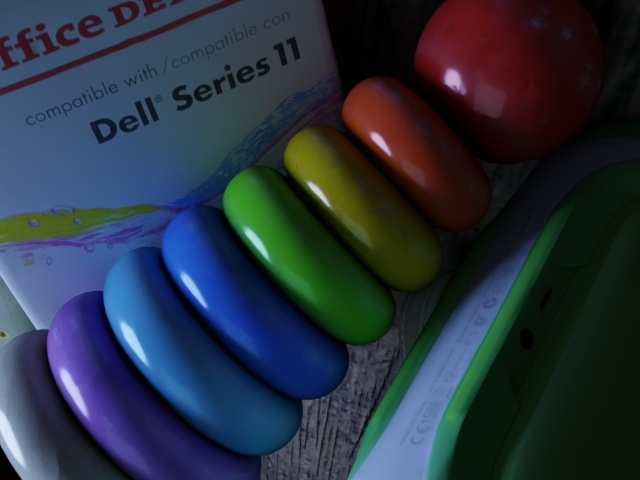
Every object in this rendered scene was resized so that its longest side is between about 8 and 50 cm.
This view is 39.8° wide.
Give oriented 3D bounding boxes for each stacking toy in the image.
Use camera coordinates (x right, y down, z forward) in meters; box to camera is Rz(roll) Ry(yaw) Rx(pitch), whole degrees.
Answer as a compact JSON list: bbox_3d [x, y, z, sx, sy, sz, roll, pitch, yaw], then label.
[{"bbox_3d":[0.000,0.000,0.436,0.141,0.330,0.141,46,-177,-3],"label":"stacking toy"}]

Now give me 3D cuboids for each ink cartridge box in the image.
[{"bbox_3d":[-0.101,-0.077,0.478,0.119,0.207,0.353,-122,11,-45],"label":"ink cartridge box"}]

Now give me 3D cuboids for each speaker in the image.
[{"bbox_3d":[0.106,0.076,0.412,0.131,0.296,0.131,24,145,18],"label":"speaker"}]

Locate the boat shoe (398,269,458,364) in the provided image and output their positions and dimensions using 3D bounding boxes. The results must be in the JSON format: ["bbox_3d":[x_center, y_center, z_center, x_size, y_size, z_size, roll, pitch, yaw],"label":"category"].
[{"bbox_3d":[0.098,0.132,0.672,0.098,0.109,0.302,11,145,32],"label":"boat shoe"}]

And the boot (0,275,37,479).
[{"bbox_3d":[-0.227,0.052,0.545,0.262,0.095,0.203,59,177,-26],"label":"boot"}]
